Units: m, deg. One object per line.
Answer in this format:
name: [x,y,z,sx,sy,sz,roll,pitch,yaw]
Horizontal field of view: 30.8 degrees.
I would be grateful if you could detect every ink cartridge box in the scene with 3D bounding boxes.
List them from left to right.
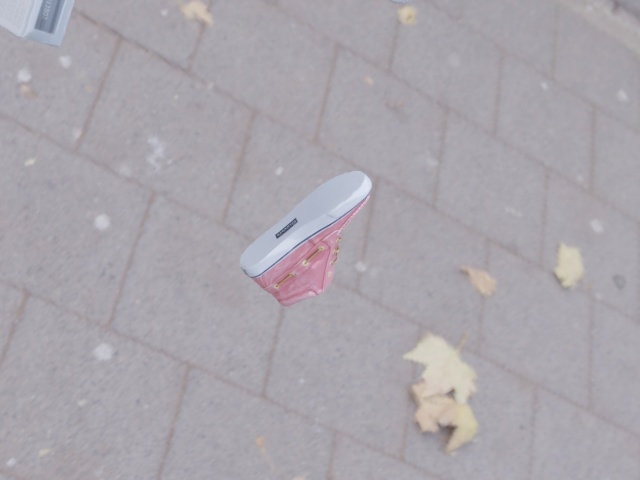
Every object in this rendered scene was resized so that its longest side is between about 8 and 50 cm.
ink cartridge box: [-0.337,-0.341,1.340,0.066,0.232,0.189,12,104,-35]

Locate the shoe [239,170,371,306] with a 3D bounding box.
shoe: [0.000,0.000,1.315,0.081,0.178,0.063,47,12,-29]

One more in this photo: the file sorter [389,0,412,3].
file sorter: [0.064,-0.373,1.004,0.277,0.173,0.192,46,32,-41]
